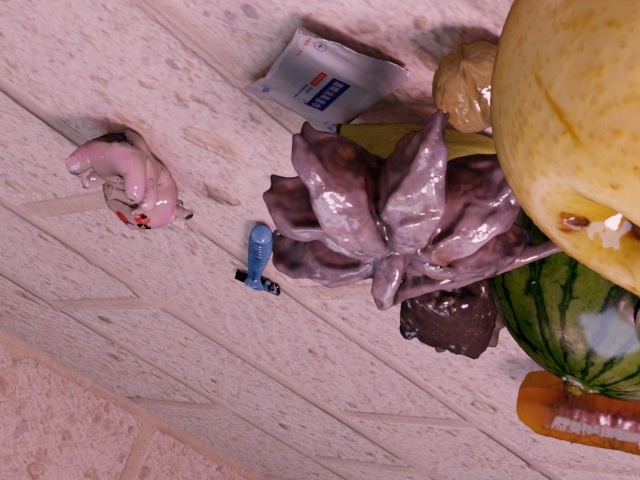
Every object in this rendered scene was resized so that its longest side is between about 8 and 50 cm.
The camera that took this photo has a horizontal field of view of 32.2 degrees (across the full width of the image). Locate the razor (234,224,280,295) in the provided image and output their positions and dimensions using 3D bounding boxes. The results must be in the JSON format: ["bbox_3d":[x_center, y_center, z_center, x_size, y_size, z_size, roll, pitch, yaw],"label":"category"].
[{"bbox_3d":[-0.095,0.036,1.708,0.081,0.042,0.253,22,157,3],"label":"razor"}]

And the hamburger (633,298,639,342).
[{"bbox_3d":[0.370,0.075,1.079,0.140,0.062,0.133,32,113,-31],"label":"hamburger"}]

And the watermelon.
[{"bbox_3d":[0.332,0.080,1.244,0.330,0.190,0.331,13,158,5],"label":"watermelon"}]

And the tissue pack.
[{"bbox_3d":[0.001,-0.166,1.170,0.122,0.026,0.193,26,159,-14],"label":"tissue pack"}]

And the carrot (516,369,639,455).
[{"bbox_3d":[0.445,0.260,1.636,0.301,0.114,0.114,10,155,21],"label":"carrot"}]

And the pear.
[{"bbox_3d":[0.266,-0.108,0.730,0.309,0.309,0.309,18,158,8],"label":"pear"}]

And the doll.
[{"bbox_3d":[-0.261,-0.081,1.520,0.149,0.095,0.192,20,161,21],"label":"doll"}]

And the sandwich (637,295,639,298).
[{"bbox_3d":[0.324,-0.009,0.970,0.122,0.236,0.128,8,156,1],"label":"sandwich"}]

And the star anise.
[{"bbox_3d":[0.096,-0.017,1.079,0.359,0.139,0.315,-20,150,33],"label":"star anise"}]

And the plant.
[{"bbox_3d":[0.171,0.078,1.432,0.129,0.132,0.194,19,161,24],"label":"plant"}]

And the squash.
[{"bbox_3d":[0.126,-0.075,1.178,0.224,0.094,0.094,3,155,8],"label":"squash"}]

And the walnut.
[{"bbox_3d":[0.145,-0.142,1.026,0.092,0.092,0.092,18,158,8],"label":"walnut"}]
